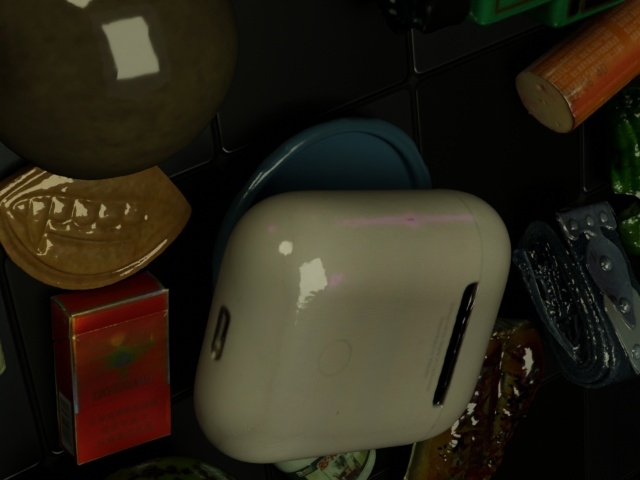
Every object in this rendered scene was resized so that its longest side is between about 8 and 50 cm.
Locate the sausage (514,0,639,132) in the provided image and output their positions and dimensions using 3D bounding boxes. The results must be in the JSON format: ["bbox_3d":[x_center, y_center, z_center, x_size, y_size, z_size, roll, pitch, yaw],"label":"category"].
[{"bbox_3d":[0.368,-0.248,1.745,0.312,0.093,0.093,-39,131,-18],"label":"sausage"}]

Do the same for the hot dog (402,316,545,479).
[{"bbox_3d":[0.187,0.217,1.839,0.163,0.082,0.270,7,107,-39],"label":"hot dog"}]

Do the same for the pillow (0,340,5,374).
[{"bbox_3d":[-0.409,0.056,1.280,0.274,0.076,0.280,-23,125,-30],"label":"pillow"}]

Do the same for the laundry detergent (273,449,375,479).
[{"bbox_3d":[-0.024,0.209,1.672,0.099,0.070,0.225,-42,131,-4],"label":"laundry detergent"}]

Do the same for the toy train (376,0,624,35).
[{"bbox_3d":[0.192,-0.328,1.518,0.429,0.178,0.249,-24,136,-28],"label":"toy train"}]

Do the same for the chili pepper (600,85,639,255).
[{"bbox_3d":[0.406,-0.083,1.857,0.099,0.083,0.253,-10,128,9],"label":"chili pepper"}]

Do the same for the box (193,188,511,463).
[{"bbox_3d":[0.038,0.086,1.542,0.349,0.141,0.288,-2,113,-40],"label":"box"}]

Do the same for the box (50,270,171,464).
[{"bbox_3d":[-0.209,0.127,1.495,0.112,0.048,0.175,-14,120,-32],"label":"box"}]

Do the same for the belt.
[{"bbox_3d":[0.309,0.073,1.793,0.128,0.122,0.218,-13,76,-38],"label":"belt"}]

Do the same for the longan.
[{"bbox_3d":[-0.191,-0.171,1.248,0.248,0.248,0.248,-18,122,-32],"label":"longan"}]

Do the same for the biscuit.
[{"bbox_3d":[-0.220,-0.020,1.426,0.221,0.029,0.142,6,108,-41],"label":"biscuit"}]

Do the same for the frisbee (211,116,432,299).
[{"bbox_3d":[-0.003,-0.003,1.595,0.289,0.049,0.289,-21,126,-31],"label":"frisbee"}]

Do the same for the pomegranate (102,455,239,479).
[{"bbox_3d":[-0.175,0.334,1.509,0.270,0.254,0.254,35,88,-24],"label":"pomegranate"}]
